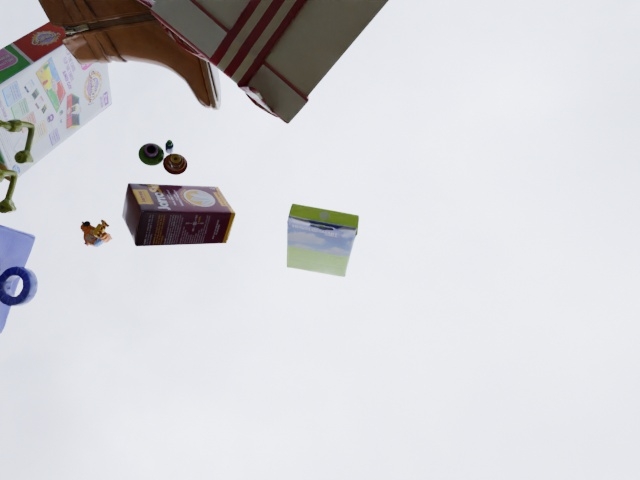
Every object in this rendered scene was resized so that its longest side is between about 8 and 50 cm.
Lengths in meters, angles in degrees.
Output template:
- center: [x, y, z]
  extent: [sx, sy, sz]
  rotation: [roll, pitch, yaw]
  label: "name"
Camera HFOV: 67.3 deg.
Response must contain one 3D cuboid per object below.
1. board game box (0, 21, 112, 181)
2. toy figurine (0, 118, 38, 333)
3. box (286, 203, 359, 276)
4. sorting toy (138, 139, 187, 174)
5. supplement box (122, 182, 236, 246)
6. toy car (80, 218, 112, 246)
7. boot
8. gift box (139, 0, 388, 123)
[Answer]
- center: [-0.573, -0.305, 1.002]
  extent: [0.064, 0.242, 0.316]
  rotation: [30, -127, 2]
  label: "board game box"
- center: [-0.357, 0.006, 0.512]
  extent: [0.217, 0.191, 0.362]
  rotation: [12, -101, 21]
  label: "toy figurine"
- center: [0.000, 0.000, 0.786]
  extent: [0.109, 0.178, 0.042]
  rotation: [10, -119, 1]
  label: "box"
- center: [-0.316, -0.175, 0.974]
  extent: [0.102, 0.042, 0.061]
  rotation: [24, -113, -9]
  label: "sorting toy"
- center: [-0.279, -0.052, 0.952]
  extent: [0.104, 0.188, 0.080]
  rotation: [50, -51, 39]
  label: "supplement box"
- center: [-0.408, -0.015, 0.853]
  extent: [0.060, 0.122, 0.040]
  rotation: [30, -109, -10]
  label: "toy car"
- center: [-0.307, -0.325, 0.810]
  extent: [0.220, 0.283, 0.109]
  rotation: [-17, -136, 6]
  label: "boot"
- center: [-0.078, -0.333, 0.665]
  extent: [0.258, 0.255, 0.276]
  rotation: [-45, -161, 24]
  label: "gift box"
